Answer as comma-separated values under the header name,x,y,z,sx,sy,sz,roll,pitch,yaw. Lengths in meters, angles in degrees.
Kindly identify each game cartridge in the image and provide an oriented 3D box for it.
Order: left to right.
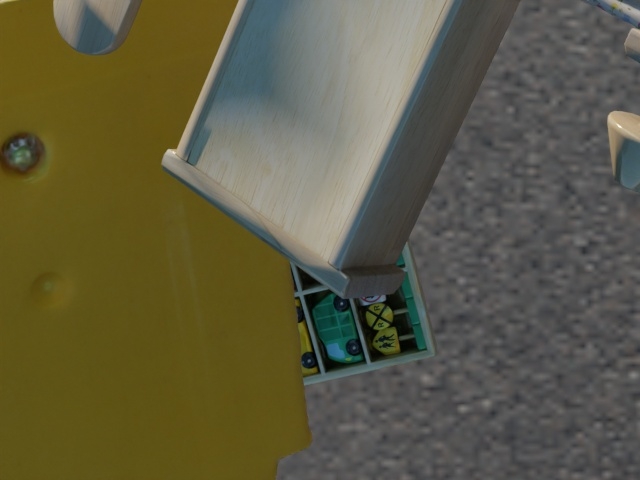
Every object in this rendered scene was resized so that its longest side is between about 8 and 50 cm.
name,x,y,z,sx,sy,sz,roll,pitch,yaw
game cartridge,-0.154,0.020,1.062,0.053,0.285,0.323,37,138,57

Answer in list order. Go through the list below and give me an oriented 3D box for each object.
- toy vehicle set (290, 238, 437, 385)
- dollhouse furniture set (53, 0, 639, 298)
name,x,y,z,sx,sy,sz,roll,pitch,yaw
toy vehicle set,0.000,0.000,1.881,0.035,0.166,0.266,-70,-35,-77
dollhouse furniture set,0.091,-0.091,0.971,0.303,0.355,0.173,36,111,29
